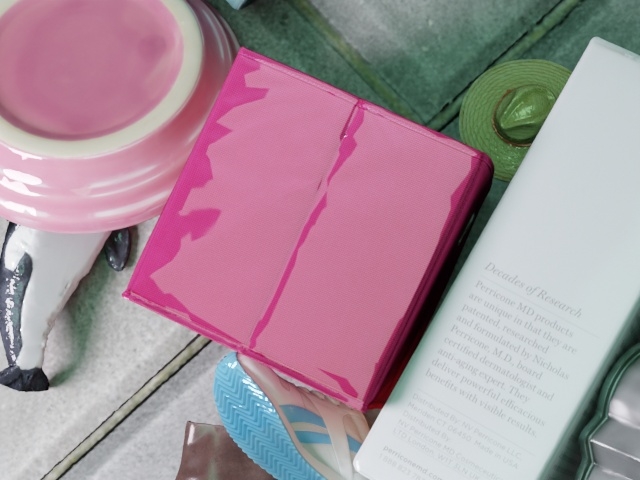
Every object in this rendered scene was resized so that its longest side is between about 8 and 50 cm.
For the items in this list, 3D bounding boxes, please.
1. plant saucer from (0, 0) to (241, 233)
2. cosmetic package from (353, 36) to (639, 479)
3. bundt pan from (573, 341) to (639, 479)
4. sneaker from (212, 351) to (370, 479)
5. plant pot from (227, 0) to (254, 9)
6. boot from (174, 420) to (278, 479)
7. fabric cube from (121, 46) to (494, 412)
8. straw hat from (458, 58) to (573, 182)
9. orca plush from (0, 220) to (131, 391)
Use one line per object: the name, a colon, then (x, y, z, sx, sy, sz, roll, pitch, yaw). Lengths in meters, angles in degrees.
plant saucer: (-0.241, -0.167, 1.398, 0.332, 0.084, 0.332, -1, 59, 2)
cosmetic package: (0.230, 0.064, 1.290, 0.161, 0.230, 0.453, 29, 87, 20)
bundt pan: (0.389, 0.214, 1.219, 0.331, 0.124, 0.331, -8, 106, -30)
sneaker: (-0.017, 0.189, 1.357, 0.229, 0.087, 0.092, 48, 50, -16)
plant pot: (-0.104, -0.391, 1.391, 0.271, 0.271, 0.255, -44, 95, 1)
boot: (-0.052, 0.309, 1.376, 0.248, 0.090, 0.207, 16, 83, 5)
fabric cube: (0.000, 0.000, 1.323, 0.259, 0.254, 0.258, 24, 87, 9)
straw hat: (0.216, -0.133, 1.408, 0.144, 0.061, 0.144, -1, 84, 7)
orca plush: (-0.294, 0.019, 1.461, 0.151, 0.102, 0.287, 4, 93, -37)
